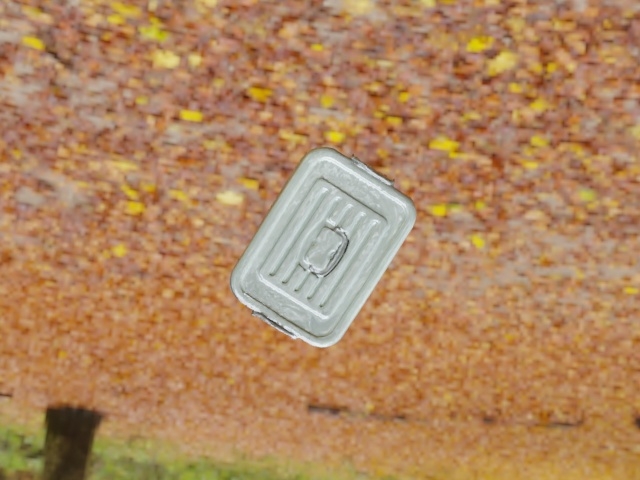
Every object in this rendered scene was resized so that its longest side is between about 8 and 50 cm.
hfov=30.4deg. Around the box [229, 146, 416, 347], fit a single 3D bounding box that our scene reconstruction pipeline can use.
[{"bbox_3d":[0.000,0.000,0.773,0.084,0.122,0.069,32,-173,-8],"label":"box"}]
